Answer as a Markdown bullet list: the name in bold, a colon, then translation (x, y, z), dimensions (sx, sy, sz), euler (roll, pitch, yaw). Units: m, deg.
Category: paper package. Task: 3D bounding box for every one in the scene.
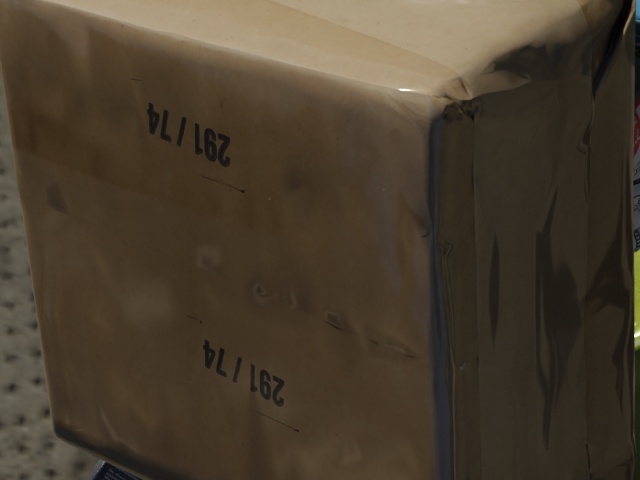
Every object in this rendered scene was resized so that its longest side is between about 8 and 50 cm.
- **paper package**: translation (0.000, 0.000, 0.988), dimensions (0.325, 0.168, 0.309), euler (18, 122, 40)

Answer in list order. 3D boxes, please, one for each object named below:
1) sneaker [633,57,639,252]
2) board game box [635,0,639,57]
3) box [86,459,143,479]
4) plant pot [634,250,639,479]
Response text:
- **sneaker**: translation (0.220, -0.086, 1.173), dimensions (0.270, 0.145, 0.090), euler (-32, 53, -31)
- **board game box**: translation (0.219, -0.267, 1.009), dimensions (0.254, 0.079, 0.336), euler (20, 88, 48)
- **box**: translation (-0.128, 0.170, 1.639), dimensions (0.093, 0.156, 0.158), euler (33, 127, -5)
- **plant pot**: translation (0.328, 0.149, 1.821), dimensions (0.366, 0.353, 0.366), euler (-18, 36, 14)
